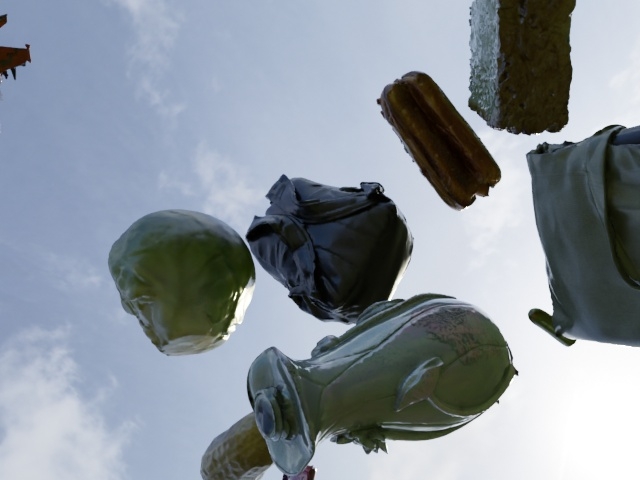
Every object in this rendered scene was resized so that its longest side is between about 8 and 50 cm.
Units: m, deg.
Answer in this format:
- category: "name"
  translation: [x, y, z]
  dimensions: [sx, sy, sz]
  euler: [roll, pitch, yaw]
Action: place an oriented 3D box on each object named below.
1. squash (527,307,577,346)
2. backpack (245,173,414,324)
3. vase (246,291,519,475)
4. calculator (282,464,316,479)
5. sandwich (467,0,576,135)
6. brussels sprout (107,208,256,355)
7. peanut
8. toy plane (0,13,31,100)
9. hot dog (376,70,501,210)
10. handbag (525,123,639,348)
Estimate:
- category: "squash"
  translation: [0.341, 0.126, 0.810]
  dimensions: [0.083, 0.027, 0.028]
  euler: [35, -111, -11]
- category: "backpack"
  translation: [0.000, 0.000, 1.407]
  dimensions: [0.254, 0.445, 0.364]
  euler: [37, -102, -51]
- category: "vase"
  translation: [0.103, 0.228, 0.912]
  dimensions: [0.444, 0.249, 0.250]
  euler: [-8, -86, -32]
- category: "calculator"
  translation: [-0.049, 0.419, 0.873]
  dimensions: [0.034, 0.190, 0.127]
  euler: [15, -111, -9]
- category: "sandwich"
  translation: [0.330, -0.356, 0.908]
  dimensions: [0.131, 0.262, 0.326]
  euler: [-2, -70, 6]
- category: "brussels sprout"
  translation: [-0.295, 0.089, 1.186]
  dimensions: [0.343, 0.268, 0.344]
  euler: [12, -133, -14]
- category: "peanut"
  translation: [-0.183, 0.535, 1.387]
  dimensions: [0.174, 0.340, 0.159]
  euler: [14, -137, -34]
- category: "toy plane"
  translation: [-0.536, -0.273, 0.889]
  dimensions: [0.135, 0.062, 0.189]
  euler: [1, -58, -8]
- category: "hot dog"
  translation: [0.269, -0.229, 1.268]
  dimensions: [0.158, 0.117, 0.349]
  euler: [-36, -94, -8]
- category: "handbag"
  translation: [0.350, 0.000, 0.526]
  dimensions: [0.109, 0.315, 0.253]
  euler: [-30, -75, -30]
